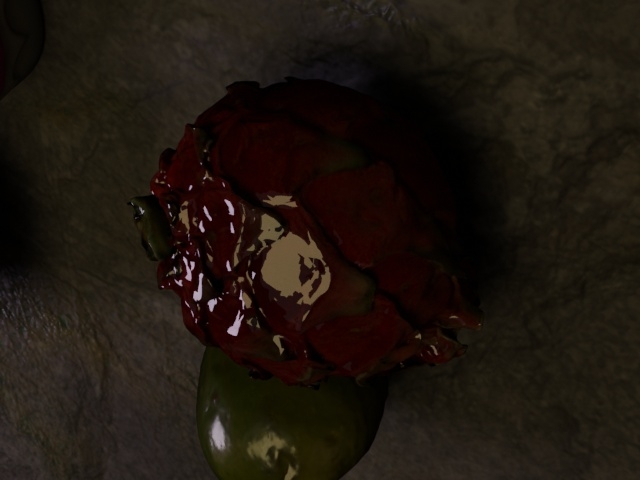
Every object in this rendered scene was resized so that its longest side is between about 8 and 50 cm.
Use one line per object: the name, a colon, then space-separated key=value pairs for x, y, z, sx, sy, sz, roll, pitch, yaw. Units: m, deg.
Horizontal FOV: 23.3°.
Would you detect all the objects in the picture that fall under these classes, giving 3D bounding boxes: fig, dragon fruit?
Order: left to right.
fig: x=-0.031 y=0.135 z=1.387 sx=0.181 sy=0.181 sz=0.191 roll=-32 pitch=76 yaw=41
dragon fruit: x=0.000 y=0.000 z=1.247 sx=0.299 sy=0.244 sz=0.244 roll=36 pitch=135 yaw=-23

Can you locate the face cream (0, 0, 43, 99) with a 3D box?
face cream: x=-0.366 y=-0.171 z=1.374 sx=0.175 sy=0.195 sz=0.175 roll=16 pitch=128 yaw=21
